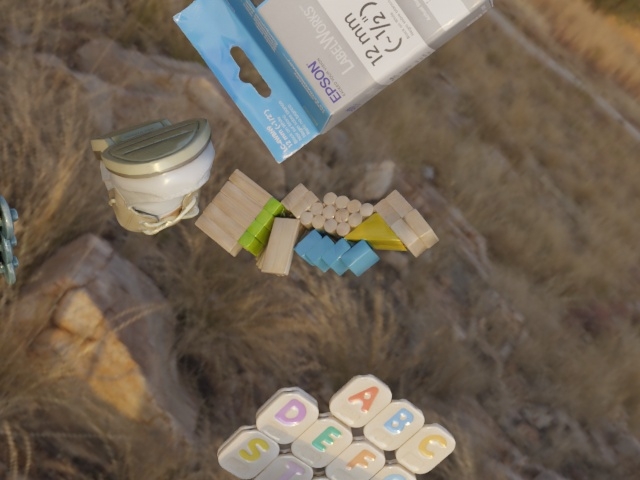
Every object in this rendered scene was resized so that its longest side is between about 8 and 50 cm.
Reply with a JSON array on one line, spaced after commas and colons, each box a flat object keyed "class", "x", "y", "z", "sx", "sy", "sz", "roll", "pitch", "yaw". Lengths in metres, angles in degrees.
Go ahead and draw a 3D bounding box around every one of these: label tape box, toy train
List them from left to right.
[{"class": "toy train", "x": -0.612, "y": -0.031, "z": 1.616, "sx": 0.142, "sy": 0.334, "sz": 0.190, "roll": -19, "pitch": 69, "yaw": -26}, {"class": "label tape box", "x": 0.001, "y": -0.290, "z": 1.168, "sx": 0.249, "sy": 0.348, "sz": 0.115, "roll": 55, "pitch": 13, "yaw": 0}]

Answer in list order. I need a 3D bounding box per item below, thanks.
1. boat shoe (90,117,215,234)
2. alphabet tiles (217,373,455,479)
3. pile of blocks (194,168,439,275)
[{"class": "boat shoe", "x": -0.166, "y": -0.064, "z": 0.970, "sx": 0.302, "sy": 0.113, "sz": 0.103, "roll": -151, "pitch": -137, "yaw": -70}, {"class": "alphabet tiles", "x": 0.018, "y": 0.296, "z": 1.156, "sx": 0.284, "sy": 0.278, "sz": 0.021, "roll": 39, "pitch": 16, "yaw": -22}, {"class": "pile of blocks", "x": 0.000, "y": 0.000, "z": 1.361, "sx": 0.362, "sy": 0.148, "sz": 0.112, "roll": 9, "pitch": -17, "yaw": 27}]
